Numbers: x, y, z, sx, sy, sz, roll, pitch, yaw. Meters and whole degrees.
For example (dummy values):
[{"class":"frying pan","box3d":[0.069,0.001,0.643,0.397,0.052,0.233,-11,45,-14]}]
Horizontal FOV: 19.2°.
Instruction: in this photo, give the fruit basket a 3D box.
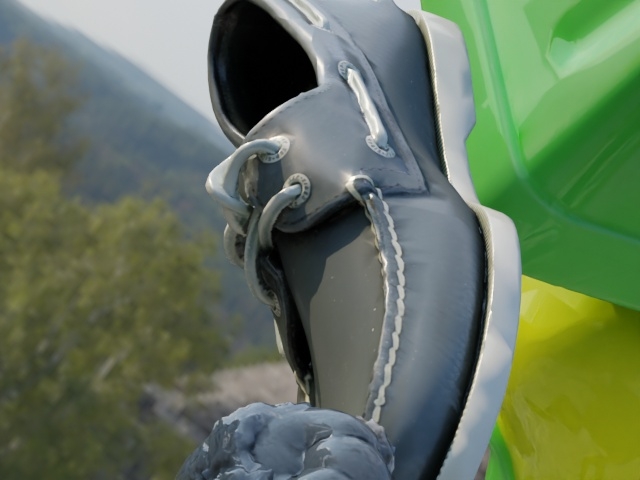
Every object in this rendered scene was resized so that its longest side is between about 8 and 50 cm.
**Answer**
[{"class":"fruit basket","box3d":[0.197,-0.016,0.950,0.392,0.392,0.283,38,33,-43]}]

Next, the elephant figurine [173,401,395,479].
[{"class":"elephant figurine","box3d":[0.069,0.144,0.478,0.239,0.169,0.186,10,18,-6]}]

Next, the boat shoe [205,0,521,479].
[{"class":"boat shoe","box3d":[0.000,0.000,0.671,0.099,0.116,0.319,20,31,-13]}]
